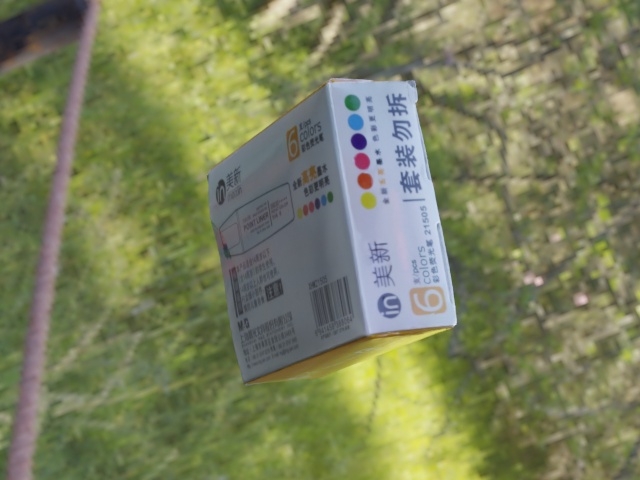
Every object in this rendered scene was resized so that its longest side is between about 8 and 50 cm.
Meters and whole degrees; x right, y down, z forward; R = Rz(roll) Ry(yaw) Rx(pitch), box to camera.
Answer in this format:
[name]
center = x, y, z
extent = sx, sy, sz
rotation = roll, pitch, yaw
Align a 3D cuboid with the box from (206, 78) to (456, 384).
[box]
center = 0.000, 0.000, 1.356
extent = 0.274, 0.091, 0.220
rotation = -25, -108, 61
